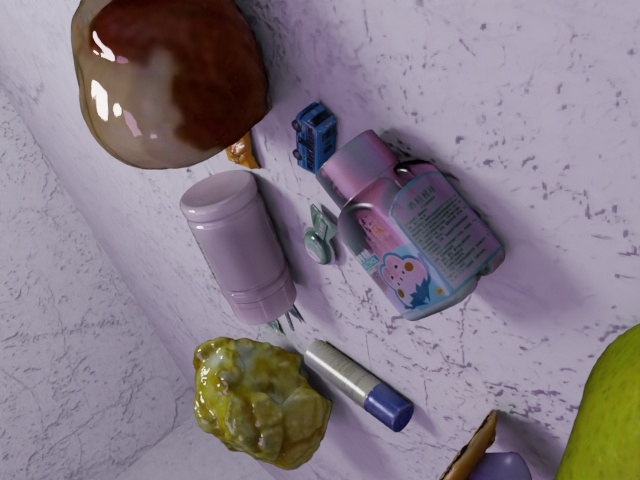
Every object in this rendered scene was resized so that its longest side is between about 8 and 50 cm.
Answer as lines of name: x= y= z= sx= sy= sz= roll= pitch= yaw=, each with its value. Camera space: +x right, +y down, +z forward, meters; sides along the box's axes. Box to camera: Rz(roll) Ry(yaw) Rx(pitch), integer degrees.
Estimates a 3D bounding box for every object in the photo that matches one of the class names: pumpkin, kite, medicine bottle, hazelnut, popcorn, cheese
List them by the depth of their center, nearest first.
medicine bottle: x=0.083 y=-0.019 z=0.544 sx=0.188 sy=0.094 sz=0.119 roll=51 pitch=155 yaw=4
hazelnut: x=-0.170 y=-0.195 z=0.638 sx=0.261 sy=0.241 sz=0.261 roll=9 pitch=101 yaw=57
cheese: x=0.000 y=0.000 z=0.781 sx=0.067 sy=0.026 sz=0.120 roll=42 pitch=152 yaw=20
pumpkin: x=-0.134 y=-0.149 z=0.812 sx=0.073 sy=0.035 sz=0.101 roll=31 pitch=149 yaw=42
medicine bottle: x=-0.134 y=0.015 z=0.902 sx=0.133 sy=0.133 sz=0.249 roll=21 pitch=139 yaw=47
medicine bottle: x=0.064 y=0.260 z=0.956 sx=0.231 sy=0.059 sz=0.059 roll=28 pitch=144 yaw=42
kite: x=-0.080 y=0.138 z=1.104 sx=0.137 sy=0.005 sz=0.152 roll=37 pitch=150 yaw=35
popcorn: x=-0.149 y=0.387 z=1.208 sx=0.334 sy=0.293 sz=0.292 roll=39 pitch=121 yaw=24

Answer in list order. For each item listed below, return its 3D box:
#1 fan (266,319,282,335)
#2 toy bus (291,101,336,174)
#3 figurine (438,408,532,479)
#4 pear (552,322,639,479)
fan: x=-0.170 y=0.139 z=1.248 sx=0.240 sy=0.009 sz=0.131 roll=39 pitch=150 yaw=28
toy bus: x=-0.006 y=-0.121 z=0.629 sx=0.046 sy=0.038 sz=0.083 roll=36 pitch=151 yaw=22
figurine: x=0.268 y=0.355 z=0.635 sx=0.257 sy=0.181 sz=0.208 roll=39 pitch=111 yaw=24
pear: x=0.285 y=0.208 z=0.340 sx=0.342 sy=0.238 sz=0.318 roll=56 pitch=145 yaw=-6
